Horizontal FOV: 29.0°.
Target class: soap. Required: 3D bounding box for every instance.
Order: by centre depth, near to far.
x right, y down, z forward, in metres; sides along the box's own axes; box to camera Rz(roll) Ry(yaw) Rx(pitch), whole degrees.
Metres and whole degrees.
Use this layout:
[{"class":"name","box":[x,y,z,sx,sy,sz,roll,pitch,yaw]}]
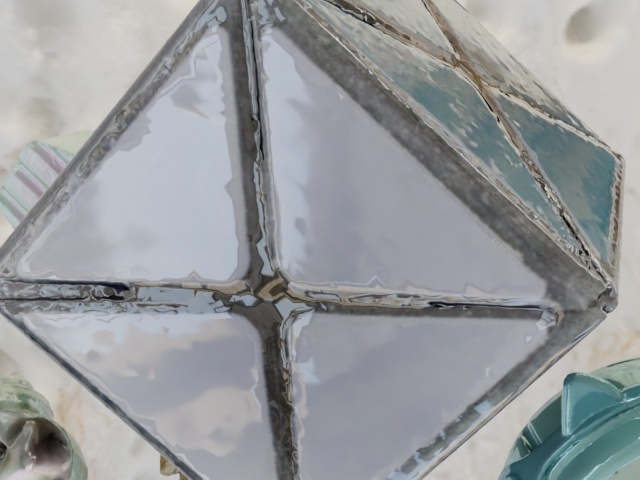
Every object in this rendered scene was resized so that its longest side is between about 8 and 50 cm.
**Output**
[{"class":"soap","box":[-0.218,-0.020,1.300,0.230,0.145,0.091,45,33,7]}]

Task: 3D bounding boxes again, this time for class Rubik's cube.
[{"class":"Rubik's cube","box":[0.005,-0.014,0.728,0.260,0.259,0.255,40,113,-5]}]

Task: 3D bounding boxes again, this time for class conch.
[{"class":"conch","box":[-0.448,0.301,1.803,0.195,0.277,0.220,28,118,-33]}]

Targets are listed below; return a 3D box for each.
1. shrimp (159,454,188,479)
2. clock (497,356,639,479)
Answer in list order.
[{"class":"shrimp","box":[-0.161,0.157,1.612,0.077,0.168,0.317,7,64,-7]},{"class":"clock","box":[0.218,0.176,0.802,0.224,0.094,0.274,-13,117,-7]}]
